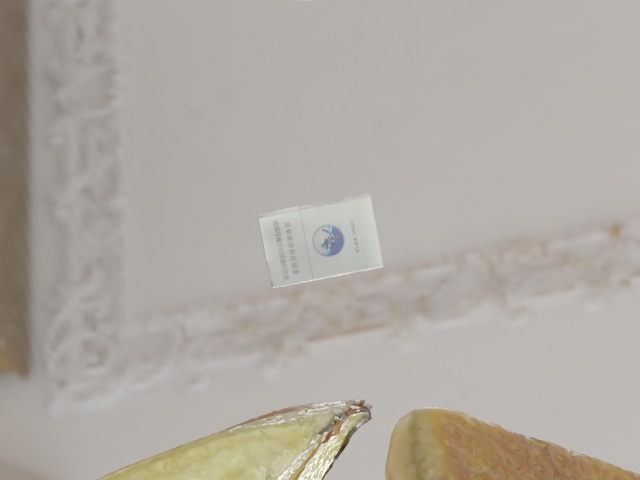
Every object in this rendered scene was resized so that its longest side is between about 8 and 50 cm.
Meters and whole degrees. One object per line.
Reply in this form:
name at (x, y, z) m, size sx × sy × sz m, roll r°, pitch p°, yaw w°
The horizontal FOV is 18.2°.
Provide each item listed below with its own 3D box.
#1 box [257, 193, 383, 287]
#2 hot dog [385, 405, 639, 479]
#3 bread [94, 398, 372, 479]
box at (0.000, 0.000, 1.442) m, size 0.024 × 0.083 × 0.054 m, roll -121°, pitch -160°, yaw -84°
hot dog at (0.151, 0.240, 1.575) m, size 0.150 × 0.256 × 0.153 m, roll -90°, pitch -155°, yaw -50°
bread at (-0.034, 0.189, 1.365) m, size 0.240 × 0.178 × 0.135 m, roll 9°, pitch 60°, yaw -77°
